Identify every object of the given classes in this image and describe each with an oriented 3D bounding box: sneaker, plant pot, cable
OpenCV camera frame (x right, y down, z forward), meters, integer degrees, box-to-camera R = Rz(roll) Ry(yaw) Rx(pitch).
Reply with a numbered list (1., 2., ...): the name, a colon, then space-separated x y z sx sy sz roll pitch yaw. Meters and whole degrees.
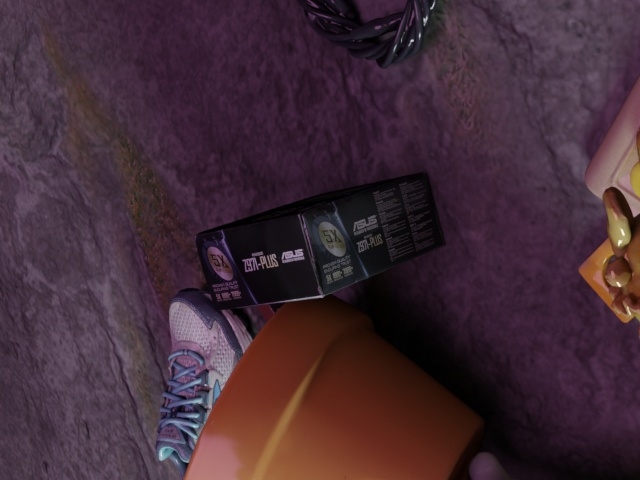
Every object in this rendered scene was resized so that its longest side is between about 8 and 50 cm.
1. sneaker: -0.133 0.197 1.299 0.110 0.122 0.283 -5 101 45
2. plant pot: 0.024 0.215 1.070 0.203 0.291 0.290 23 121 17
3. cable: 0.036 -0.246 1.042 0.184 0.047 0.150 34 130 27

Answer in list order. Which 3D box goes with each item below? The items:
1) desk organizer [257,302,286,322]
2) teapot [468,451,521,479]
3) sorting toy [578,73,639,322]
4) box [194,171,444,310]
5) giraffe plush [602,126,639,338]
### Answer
1. desk organizer: -0.059 0.063 1.236 0.130 0.047 0.050 57 136 13
2. teapot: 0.227 0.338 0.968 0.253 0.187 0.256 18 78 2
3. sorting toy: 0.303 -0.058 0.848 0.196 0.047 0.347 41 129 25
4. box: 0.000 0.000 1.061 0.147 0.180 0.077 -10 97 45
5. giraffe plush: 0.261 -0.004 0.759 0.181 0.170 0.210 43 127 15
